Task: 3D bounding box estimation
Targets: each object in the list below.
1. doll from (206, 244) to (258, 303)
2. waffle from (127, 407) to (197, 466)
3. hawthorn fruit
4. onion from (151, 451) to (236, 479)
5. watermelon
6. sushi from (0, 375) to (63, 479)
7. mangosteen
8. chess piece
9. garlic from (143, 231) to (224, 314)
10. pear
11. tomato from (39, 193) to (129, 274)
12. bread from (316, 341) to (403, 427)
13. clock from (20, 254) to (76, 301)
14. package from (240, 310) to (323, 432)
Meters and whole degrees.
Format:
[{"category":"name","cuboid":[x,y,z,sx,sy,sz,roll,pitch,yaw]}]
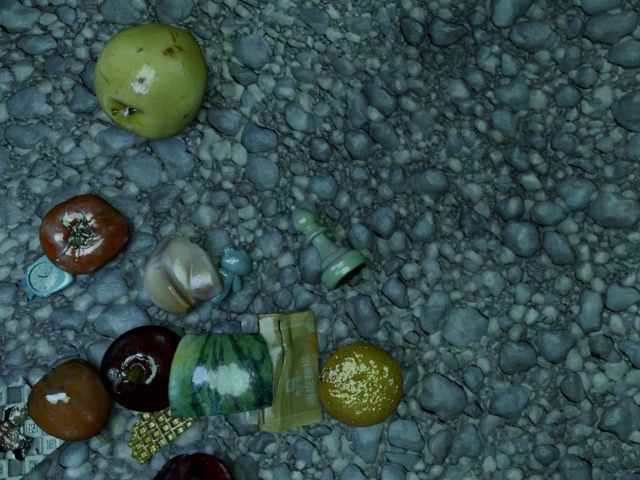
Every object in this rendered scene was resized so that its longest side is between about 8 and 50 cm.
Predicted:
[{"category":"doll","cuboid":[-0.266,0.096,1.734,0.120,0.075,0.179,32,105,-36]},{"category":"waffle","cuboid":[-0.440,0.530,1.680,0.161,0.046,0.191,21,84,0]},{"category":"hawthorn fruit","cuboid":[-0.643,0.441,1.620,0.199,0.199,0.251,-37,102,-6]},{"category":"onion","cuboid":[-0.334,0.712,1.581,0.314,0.232,0.313,-11,61,20]},{"category":"watermelon","cuboid":[-0.244,0.348,1.596,0.262,0.201,0.212,-2,83,5]},{"category":"sushi","cuboid":[-0.836,0.528,1.662,0.231,0.047,0.219,-40,82,-11]},{"category":"mangosteen","cuboid":[-0.461,0.336,1.592,0.236,0.261,0.235,0,85,-1]},{"category":"chess piece","cuboid":[0.000,0.000,1.735,0.139,0.139,0.271,-36,75,-6]},{"category":"garlic","cuboid":[-0.398,0.089,1.677,0.217,0.110,0.227,-35,73,19]},{"category":"pear","cuboid":[-0.458,-0.438,1.671,0.310,0.309,0.308,0,84,-3]},{"category":"tomato","cuboid":[-0.652,-0.024,1.687,0.237,0.095,0.236,3,74,-11]},{"category":"bread","cuboid":[0.109,0.393,1.675,0.240,0.139,0.239,0,84,-3]},{"category":"clock","cuboid":[-0.773,0.108,1.712,0.147,0.045,0.108,-32,85,-5]},{"category":"package","cuboid":[-0.108,0.351,1.658,0.222,0.165,0.310,-2,84,-3]}]
